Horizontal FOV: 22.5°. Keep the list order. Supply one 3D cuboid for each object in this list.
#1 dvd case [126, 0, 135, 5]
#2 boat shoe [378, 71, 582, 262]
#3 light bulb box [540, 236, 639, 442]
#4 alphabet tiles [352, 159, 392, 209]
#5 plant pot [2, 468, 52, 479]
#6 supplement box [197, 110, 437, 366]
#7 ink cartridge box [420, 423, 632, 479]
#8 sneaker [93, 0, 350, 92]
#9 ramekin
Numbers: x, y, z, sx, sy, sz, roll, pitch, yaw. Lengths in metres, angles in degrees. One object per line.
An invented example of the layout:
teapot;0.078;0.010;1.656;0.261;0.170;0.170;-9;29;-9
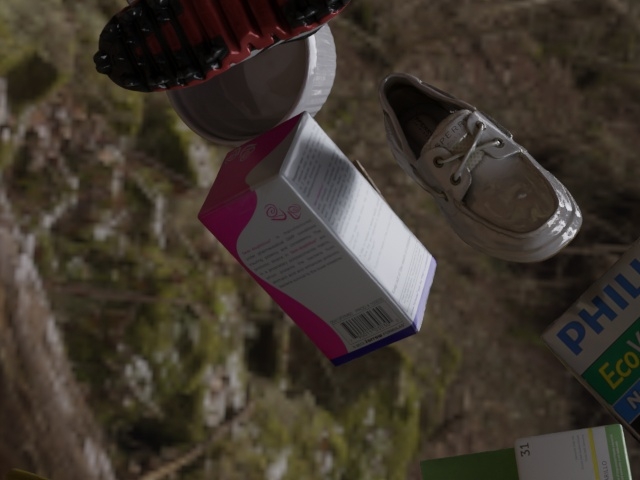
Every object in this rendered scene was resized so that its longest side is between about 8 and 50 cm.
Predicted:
dvd case;-0.080;-0.282;1.707;0.179;0.239;0.029;57;10;-71
boat shoe;0.131;-0.074;1.491;0.277;0.098;0.096;41;-10;48
light bulb box;0.464;0.104;1.495;0.358;0.361;0.225;-46;159;4
alphabet tiles;0.034;0.007;2.404;0.198;0.009;0.237;58;-45;39
plant pot;-0.204;0.360;1.532;0.212;0.187;0.212;42;58;-42
supplement box;0.000;0.000;1.584;0.220;0.111;0.114;48;36;-24
ink cartridge box;0.230;0.305;1.780;0.056;0.235;0.171;48;34;-70
sneaker;-0.081;-0.215;1.540;0.097;0.276;0.135;67;16;-4
ramekin;-0.079;-0.217;1.951;0.109;0.207;0.207;-7;102;-63
